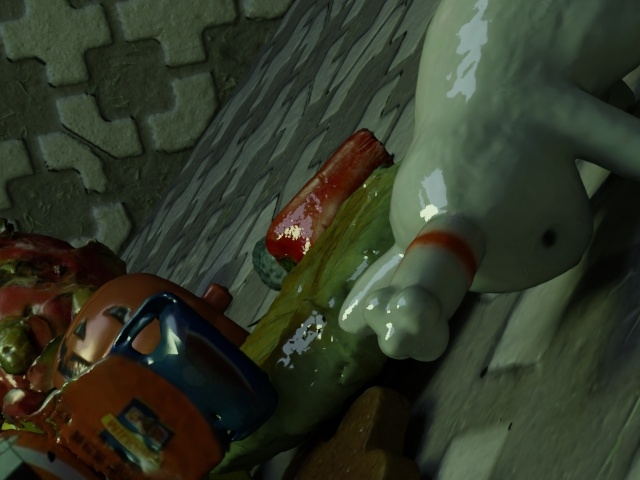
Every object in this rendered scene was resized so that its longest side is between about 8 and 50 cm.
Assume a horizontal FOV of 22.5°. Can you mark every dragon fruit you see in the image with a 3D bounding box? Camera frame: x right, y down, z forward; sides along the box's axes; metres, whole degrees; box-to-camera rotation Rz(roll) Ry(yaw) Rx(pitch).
[{"bbox_3d":[-0.276,0.141,1.765,0.263,0.314,0.296,0,57,56],"label":"dragon fruit"}]

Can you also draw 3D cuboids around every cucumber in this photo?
[{"bbox_3d":[-0.027,0.017,1.495,0.064,0.064,0.112,-61,9,-14],"label":"cucumber"}]

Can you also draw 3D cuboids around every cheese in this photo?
[{"bbox_3d":[-0.170,0.179,1.025,0.329,0.217,0.129,-46,3,7],"label":"cheese"}]

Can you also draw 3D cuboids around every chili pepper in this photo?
[{"bbox_3d":[0.000,0.000,1.338,0.192,0.086,0.084,-51,31,-13],"label":"chili pepper"}]

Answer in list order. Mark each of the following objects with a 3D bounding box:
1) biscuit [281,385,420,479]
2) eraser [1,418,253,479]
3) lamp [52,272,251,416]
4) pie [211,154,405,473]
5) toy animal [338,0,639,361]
[{"bbox_3d":[-0.003,0.195,0.945,0.180,0.039,0.236,-43,18,41],"label":"biscuit"},{"bbox_3d":[-0.172,0.213,1.207,0.158,0.226,0.069,-55,48,19],"label":"eraser"},{"bbox_3d":[-0.124,0.107,1.346,0.164,0.187,0.187,-57,11,-6],"label":"lamp"},{"bbox_3d":[0.009,0.051,1.143,0.306,0.071,0.306,-51,4,5],"label":"pie"},{"bbox_3d":[0.106,-0.032,0.868,0.140,0.138,0.283,126,164,-62],"label":"toy animal"}]
